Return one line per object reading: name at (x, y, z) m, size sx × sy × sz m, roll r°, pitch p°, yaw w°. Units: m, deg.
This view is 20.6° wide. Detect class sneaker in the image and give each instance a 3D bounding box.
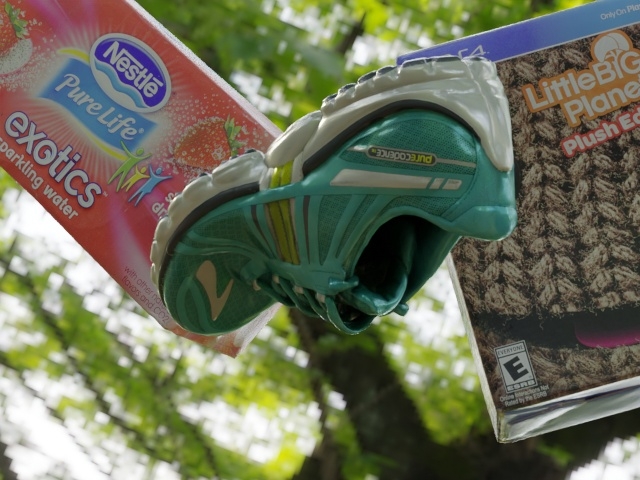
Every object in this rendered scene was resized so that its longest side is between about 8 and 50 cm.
sneaker at (0.000, 0.000, 0.943) m, size 0.107 × 0.110 × 0.275 m, roll 1°, pitch -22°, yaw -38°

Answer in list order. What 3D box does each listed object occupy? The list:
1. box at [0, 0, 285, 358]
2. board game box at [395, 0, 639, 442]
box at (-0.134, -0.074, 1.268) m, size 0.300 × 0.154 × 0.142 m, roll 44°, pitch 3°, yaw 21°
board game box at (0.208, -0.020, 1.363) m, size 0.232 × 0.291 × 0.141 m, roll -16°, pitch -17°, yaw 2°
